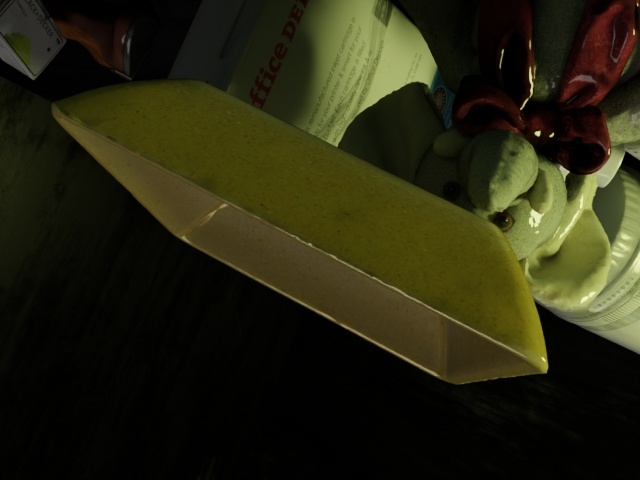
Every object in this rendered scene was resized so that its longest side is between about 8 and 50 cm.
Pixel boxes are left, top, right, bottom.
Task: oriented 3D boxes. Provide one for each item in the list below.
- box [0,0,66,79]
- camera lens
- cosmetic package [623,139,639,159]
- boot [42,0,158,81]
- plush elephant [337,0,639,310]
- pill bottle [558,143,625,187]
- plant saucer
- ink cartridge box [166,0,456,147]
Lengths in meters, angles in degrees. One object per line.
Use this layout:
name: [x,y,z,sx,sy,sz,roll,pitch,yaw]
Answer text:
box: [-0.548,-0.381,0.983,0.290,0.087,0.169,32,167,4]
camera lens: [0.427,0.031,0.898,0.274,0.219,0.219,24,174,-21]
cosmetic package: [0.439,-0.071,0.678,0.239,0.060,0.099,24,172,-24]
boot: [-0.405,-0.377,1.045,0.280,0.096,0.264,31,179,-18]
plush elephant: [0.151,-0.098,0.499,0.272,0.255,0.330,21,175,12]
pill bottle: [0.252,-0.121,0.746,0.169,0.094,0.094,21,175,7]
plant saucer: [0.000,0.000,0.532,0.333,0.081,0.333,27,168,8]
ink cartridge box: [0.004,-0.153,0.720,0.129,0.223,0.307,17,173,47]
